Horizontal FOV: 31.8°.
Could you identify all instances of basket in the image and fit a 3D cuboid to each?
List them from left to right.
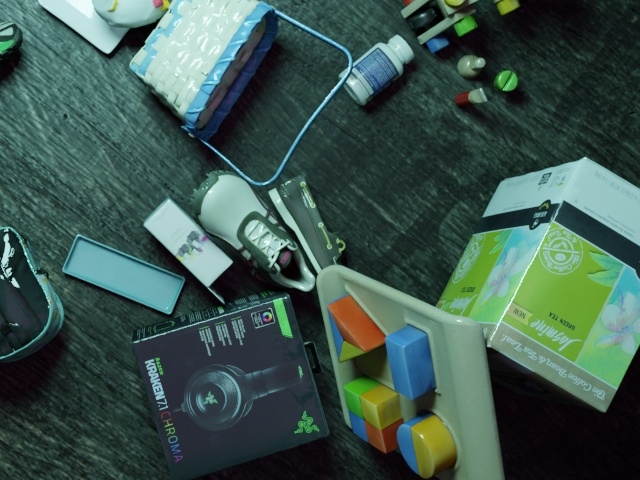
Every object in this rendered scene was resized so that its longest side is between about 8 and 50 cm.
[{"bbox_3d":[-0.126,-0.261,1.759,0.289,0.201,0.255,36,90,8],"label":"basket"}]

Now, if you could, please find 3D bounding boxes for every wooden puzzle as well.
[{"bbox_3d":[0.120,0.226,1.739,0.080,0.347,0.322,-26,117,-31],"label":"wooden puzzle"}]

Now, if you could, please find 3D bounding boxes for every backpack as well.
[{"bbox_3d":[-0.497,0.097,1.763,0.165,0.144,0.188,-31,75,-7],"label":"backpack"}]

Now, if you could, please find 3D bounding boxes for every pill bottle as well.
[{"bbox_3d":[0.095,-0.285,1.864,0.120,0.067,0.067,-39,98,-4],"label":"pill bottle"}]

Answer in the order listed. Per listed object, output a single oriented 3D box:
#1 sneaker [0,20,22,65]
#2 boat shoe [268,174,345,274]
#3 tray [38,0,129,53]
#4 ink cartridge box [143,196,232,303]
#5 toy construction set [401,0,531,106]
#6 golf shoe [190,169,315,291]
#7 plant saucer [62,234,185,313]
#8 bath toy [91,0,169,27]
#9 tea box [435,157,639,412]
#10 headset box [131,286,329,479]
[{"bbox_3d":[-0.634,-0.311,1.726,0.343,0.134,0.146,-5,94,-7],"label":"sneaker"},{"bbox_3d":[0.000,0.000,1.864,0.068,0.081,0.228,-32,95,-1],"label":"boat shoe"},{"bbox_3d":[-0.320,-0.449,1.813,0.145,0.030,0.270,37,88,-10],"label":"tray"},{"bbox_3d":[-0.202,0.014,1.825,0.061,0.104,0.181,-45,99,-2],"label":"ink cartridge box"},{"bbox_3d":[0.268,-0.374,1.797,0.257,0.237,0.309,-3,95,-8],"label":"toy construction set"},{"bbox_3d":[-0.097,-0.014,1.768,0.105,0.120,0.273,-53,138,-9],"label":"golf shoe"},{"bbox_3d":[-0.324,0.056,1.855,0.192,0.018,0.067,23,91,-8],"label":"plant saucer"},{"bbox_3d":[-0.252,-0.495,1.746,0.129,0.151,0.348,11,93,-44],"label":"bath toy"},{"bbox_3d":[0.364,0.074,1.780,0.220,0.329,0.324,29,81,-9],"label":"tea box"},{"bbox_3d":[-0.139,0.230,1.836,0.283,0.131,0.246,-16,97,-7],"label":"headset box"}]
